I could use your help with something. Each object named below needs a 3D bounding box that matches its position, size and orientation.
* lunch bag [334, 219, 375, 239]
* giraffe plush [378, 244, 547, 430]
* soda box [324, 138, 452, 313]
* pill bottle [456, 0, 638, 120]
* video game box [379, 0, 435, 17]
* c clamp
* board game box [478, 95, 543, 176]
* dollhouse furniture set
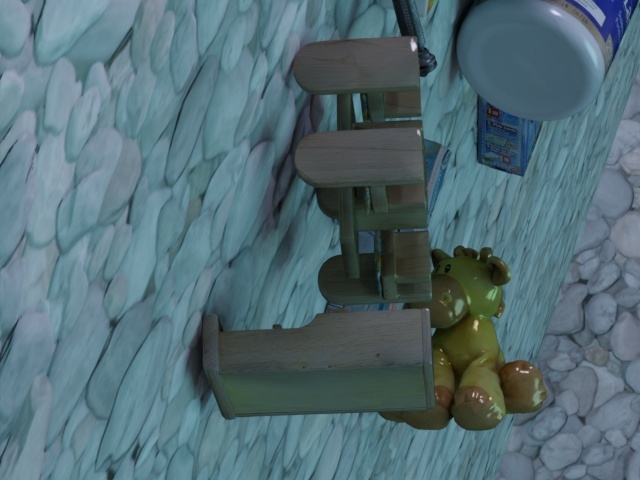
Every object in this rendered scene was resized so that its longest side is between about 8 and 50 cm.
[{"bbox_3d":[0.043,-0.050,1.692,0.083,0.053,0.071,99,14,-71],"label":"lunch bag"},{"bbox_3d":[0.156,0.096,2.161,0.210,0.181,0.170,-26,112,-58],"label":"giraffe plush"},{"bbox_3d":[0.062,-0.006,1.813,0.063,0.058,0.183,16,92,-77],"label":"soda box"},{"bbox_3d":[0.248,-0.260,2.039,0.153,0.153,0.265,92,20,-50],"label":"pill bottle"},{"bbox_3d":[0.105,-0.314,1.610,0.205,0.048,0.187,95,19,-43],"label":"video game box"},{"bbox_3d":[0.059,-0.186,1.493,0.137,0.022,0.161,-110,-177,-56],"label":"c clamp"},{"bbox_3d":[0.228,-0.193,2.247,0.194,0.060,0.194,59,50,-74],"label":"board game box"},{"bbox_3d":[0.000,0.000,1.493,0.212,0.161,0.242,79,9,-65],"label":"dollhouse furniture set"}]
